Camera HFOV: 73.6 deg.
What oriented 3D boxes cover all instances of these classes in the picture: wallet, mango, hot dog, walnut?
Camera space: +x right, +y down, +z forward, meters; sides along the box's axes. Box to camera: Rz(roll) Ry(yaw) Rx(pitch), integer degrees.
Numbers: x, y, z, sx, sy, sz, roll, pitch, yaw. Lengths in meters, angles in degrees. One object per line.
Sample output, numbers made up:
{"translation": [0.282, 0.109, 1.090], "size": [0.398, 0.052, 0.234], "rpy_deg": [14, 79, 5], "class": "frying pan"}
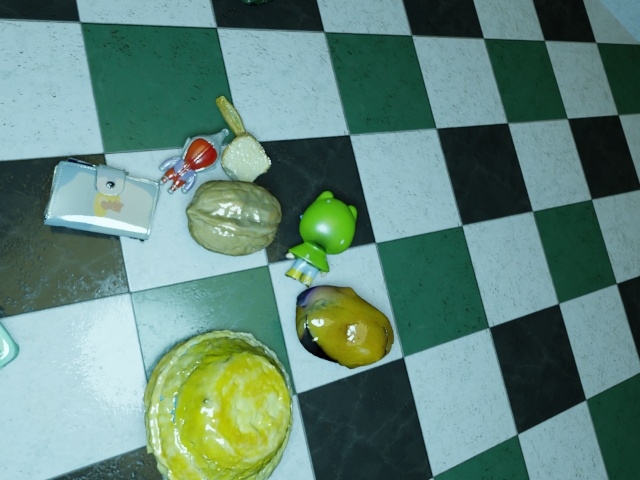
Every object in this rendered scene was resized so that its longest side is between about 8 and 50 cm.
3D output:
{"translation": [-0.512, -0.094, 1.017], "size": [0.230, 0.069, 0.170], "rpy_deg": [12, 79, -27], "class": "wallet"}
{"translation": [0.062, 0.232, 1.146], "size": [0.287, 0.152, 0.201], "rpy_deg": [33, 84, -15], "class": "mango"}
{"translation": [-0.244, -0.340, 1.199], "size": [0.044, 0.028, 0.137], "rpy_deg": [-33, 91, 1], "class": "hot dog"}
{"translation": [-0.215, -0.056, 1.070], "size": [0.244, 0.198, 0.198], "rpy_deg": [8, 77, -32], "class": "walnut"}

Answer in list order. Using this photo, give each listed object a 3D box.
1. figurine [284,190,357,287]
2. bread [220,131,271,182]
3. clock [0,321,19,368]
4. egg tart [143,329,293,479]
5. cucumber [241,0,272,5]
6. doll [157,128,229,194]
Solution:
{"translation": [0.000, 0.000, 1.183], "size": [0.162, 0.143, 0.263], "rpy_deg": [30, 80, -9], "class": "figurine"}
{"translation": [-0.210, -0.219, 1.182], "size": [0.126, 0.044, 0.129], "rpy_deg": [50, 65, -20], "class": "bread"}
{"translation": [-0.735, 0.188, 0.864], "size": [0.159, 0.066, 0.211], "rpy_deg": [-28, 91, -25], "class": "clock"}
{"translation": [-0.197, 0.383, 0.962], "size": [0.387, 0.169, 0.388], "rpy_deg": [21, 57, -35], "class": "egg tart"}
{"translation": [-0.145, -0.772, 1.312], "size": [0.245, 0.067, 0.067], "rpy_deg": [-41, 97, -22], "class": "cucumber"}
{"translation": [-0.323, -0.214, 1.115], "size": [0.102, 0.075, 0.227], "rpy_deg": [46, 75, -24], "class": "doll"}
